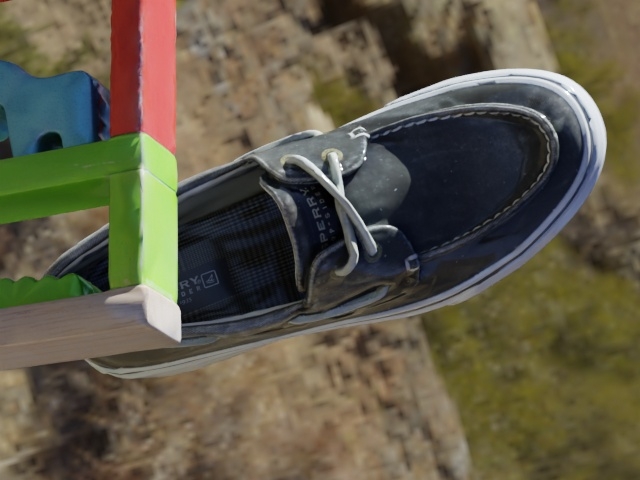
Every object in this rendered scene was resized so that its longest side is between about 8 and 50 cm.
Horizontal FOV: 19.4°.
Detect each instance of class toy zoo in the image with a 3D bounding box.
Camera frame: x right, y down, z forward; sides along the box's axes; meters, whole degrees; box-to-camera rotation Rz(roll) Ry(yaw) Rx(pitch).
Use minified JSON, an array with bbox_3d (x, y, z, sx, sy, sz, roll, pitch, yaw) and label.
[{"bbox_3d":[-0.146,-0.092,0.700,0.030,0.192,0.293,40,44,-63],"label":"toy zoo"}]

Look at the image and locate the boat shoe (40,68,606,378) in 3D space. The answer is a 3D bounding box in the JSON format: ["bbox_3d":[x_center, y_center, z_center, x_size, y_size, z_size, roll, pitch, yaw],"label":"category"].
[{"bbox_3d":[0.000,0.000,1.042,0.121,0.335,0.119,67,11,9],"label":"boat shoe"}]
